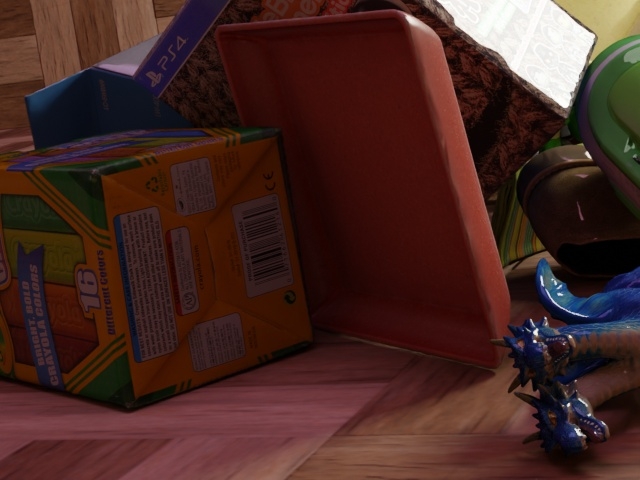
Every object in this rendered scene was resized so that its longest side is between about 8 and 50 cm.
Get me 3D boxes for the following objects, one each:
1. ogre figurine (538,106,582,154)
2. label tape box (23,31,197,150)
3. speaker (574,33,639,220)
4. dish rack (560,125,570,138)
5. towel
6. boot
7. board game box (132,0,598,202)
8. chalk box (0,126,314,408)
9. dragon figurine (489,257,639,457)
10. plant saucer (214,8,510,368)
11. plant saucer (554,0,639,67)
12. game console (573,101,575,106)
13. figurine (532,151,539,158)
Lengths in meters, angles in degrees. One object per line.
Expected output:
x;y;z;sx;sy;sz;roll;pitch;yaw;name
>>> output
0.253;-0.078;1.531;0.096;0.118;0.197;4;17;34;ogre figurine
-0.102;-0.093;1.473;0.333;0.241;0.106;-31;50;-27;label tape box
0.296;-0.053;1.133;0.131;0.131;0.296;-10;30;-10;speaker
0.357;-0.163;1.696;0.271;0.208;0.074;3;27;46;dish rack
0.240;-0.044;1.418;0.021;0.102;0.237;31;33;35;towel
0.329;-0.020;1.301;0.305;0.112;0.115;-5;40;-8;boot
0.037;-0.151;1.257;0.232;0.291;0.141;-48;8;39;board game box
-0.172;0.011;1.217;0.179;0.180;0.289;-16;12;-39;chalk box
0.177;0.054;0.953;0.144;0.085;0.289;-7;12;5;dragon figurine
0.036;-0.047;1.120;0.047;0.259;0.259;-25;17;-29;plant saucer
0.215;-0.288;1.508;0.332;0.081;0.333;26;52;15;plant saucer
0.264;-0.259;1.667;0.342;0.060;0.386;-39;29;-29;game console
0.124;-0.093;1.701;0.209;0.092;0.215;-7;5;-31;figurine
